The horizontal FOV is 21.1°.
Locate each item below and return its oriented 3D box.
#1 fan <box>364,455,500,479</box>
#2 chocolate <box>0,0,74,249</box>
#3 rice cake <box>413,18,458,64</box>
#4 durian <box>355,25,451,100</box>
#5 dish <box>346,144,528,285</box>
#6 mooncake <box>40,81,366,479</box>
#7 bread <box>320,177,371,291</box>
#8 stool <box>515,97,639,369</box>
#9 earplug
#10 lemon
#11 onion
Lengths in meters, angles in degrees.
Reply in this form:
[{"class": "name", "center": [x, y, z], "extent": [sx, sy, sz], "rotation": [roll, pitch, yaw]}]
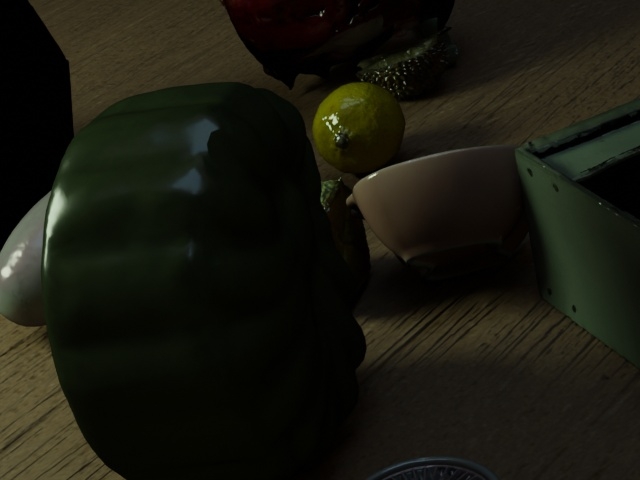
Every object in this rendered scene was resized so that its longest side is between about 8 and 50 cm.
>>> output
[{"class": "fan", "center": [0.108, 0.242, 1.291], "extent": [0.130, 0.074, 0.244], "rotation": [-22, 28, -19]}, {"class": "chocolate", "center": [-0.532, -0.128, 2.101], "extent": [0.331, 0.384, 0.384], "rotation": [-19, 20, 29]}, {"class": "rice cake", "center": [0.156, -0.285, 2.390], "extent": [0.043, 0.034, 0.211], "rotation": [-8, 26, -1]}, {"class": "durian", "center": [0.120, -0.224, 2.241], "extent": [0.140, 0.071, 0.110], "rotation": [-30, 23, -4]}, {"class": "dish", "center": [0.130, -0.017, 1.724], "extent": [0.213, 0.090, 0.213], "rotation": [-11, -15, -3]}, {"class": "mooncake", "center": [-0.089, 0.041, 1.483], "extent": [0.187, 0.351, 0.351], "rotation": [-4, 27, 21]}, {"class": "bread", "center": [0.000, 0.000, 1.772], "extent": [0.069, 0.128, 0.140], "rotation": [-5, 25, 18]}, {"class": "stool", "center": [0.355, -0.016, 1.595], "extent": [0.243, 0.170, 0.269], "rotation": [-22, 27, -16]}, {"class": "earplug", "center": [-0.241, -0.009, 1.892], "extent": [0.172, 0.172, 0.301], "rotation": [10, 40, 39]}, {"class": "lemon", "center": [0.045, -0.133, 2.048], "extent": [0.109, 0.109, 0.133], "rotation": [-4, 18, 17]}, {"class": "onion", "center": [0.017, -0.378, 2.271], "extent": [0.341, 0.341, 0.341], "rotation": [-10, 26, 5]}]
